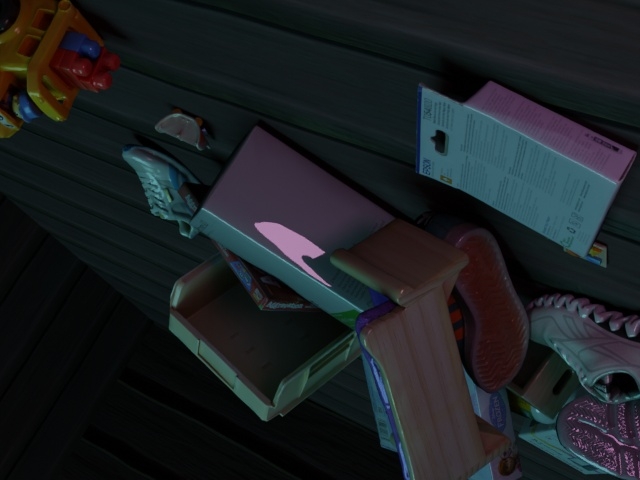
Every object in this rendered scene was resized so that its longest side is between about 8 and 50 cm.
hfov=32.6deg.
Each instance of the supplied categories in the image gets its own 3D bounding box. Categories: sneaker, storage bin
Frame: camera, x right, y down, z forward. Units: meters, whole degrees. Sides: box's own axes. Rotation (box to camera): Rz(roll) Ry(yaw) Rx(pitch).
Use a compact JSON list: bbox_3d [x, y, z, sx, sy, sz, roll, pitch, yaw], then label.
[{"bbox_3d":[0.374,0.151,1.483,0.110,0.118,0.292,39,165,-33],"label":"sneaker"},{"bbox_3d":[0.208,0.081,1.544,0.121,0.108,0.302,38,153,51],"label":"sneaker"},{"bbox_3d":[-0.283,-0.093,2.014,0.087,0.092,0.228,14,157,52],"label":"sneaker"},{"bbox_3d":[-0.079,0.128,1.846,0.262,0.260,0.123,41,144,22],"label":"storage bin"},{"bbox_3d":[0.479,0.285,1.550,0.321,0.125,0.180,7,167,-1],"label":"sneaker"}]

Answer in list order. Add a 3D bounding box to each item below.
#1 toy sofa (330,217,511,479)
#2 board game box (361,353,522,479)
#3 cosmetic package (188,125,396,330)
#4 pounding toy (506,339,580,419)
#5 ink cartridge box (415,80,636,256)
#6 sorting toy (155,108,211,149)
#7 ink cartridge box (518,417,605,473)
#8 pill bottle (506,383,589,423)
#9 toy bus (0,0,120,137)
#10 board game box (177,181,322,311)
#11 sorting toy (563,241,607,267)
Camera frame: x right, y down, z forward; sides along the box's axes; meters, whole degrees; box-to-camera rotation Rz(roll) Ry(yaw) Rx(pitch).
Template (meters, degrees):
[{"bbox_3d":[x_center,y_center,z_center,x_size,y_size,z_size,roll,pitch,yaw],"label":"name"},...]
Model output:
[{"bbox_3d":[0.119,0.170,1.469,0.150,0.177,0.363,32,148,50],"label":"toy sofa"},{"bbox_3d":[0.185,0.226,1.838,0.318,0.065,0.319,8,114,57],"label":"board game box"},{"bbox_3d":[0.000,0.000,1.646,0.365,0.155,0.197,32,169,-6],"label":"cosmetic package"},{"bbox_3d":[0.356,0.190,1.656,0.100,0.141,0.130,37,178,-24],"label":"pounding toy"},{"bbox_3d":[0.209,-0.084,1.171,0.224,0.045,0.223,28,165,13],"label":"ink cartridge box"},{"bbox_3d":[-0.205,-0.168,1.725,0.083,0.045,0.075,25,171,21],"label":"sorting toy"},{"bbox_3d":[0.471,0.349,1.984,0.154,0.093,0.212,30,167,0],"label":"ink cartridge box"},{"bbox_3d":[0.347,0.231,1.790,0.208,0.118,0.117,16,159,43],"label":"pill bottle"},{"bbox_3d":[-0.399,-0.237,1.550,0.211,0.220,0.149,18,165,21],"label":"toy bus"},{"bbox_3d":[-0.112,0.009,1.794,0.145,0.027,0.281,4,-141,-48],"label":"board game box"},{"bbox_3d":[0.310,0.007,1.338,0.083,0.012,0.062,23,164,25],"label":"sorting toy"}]
